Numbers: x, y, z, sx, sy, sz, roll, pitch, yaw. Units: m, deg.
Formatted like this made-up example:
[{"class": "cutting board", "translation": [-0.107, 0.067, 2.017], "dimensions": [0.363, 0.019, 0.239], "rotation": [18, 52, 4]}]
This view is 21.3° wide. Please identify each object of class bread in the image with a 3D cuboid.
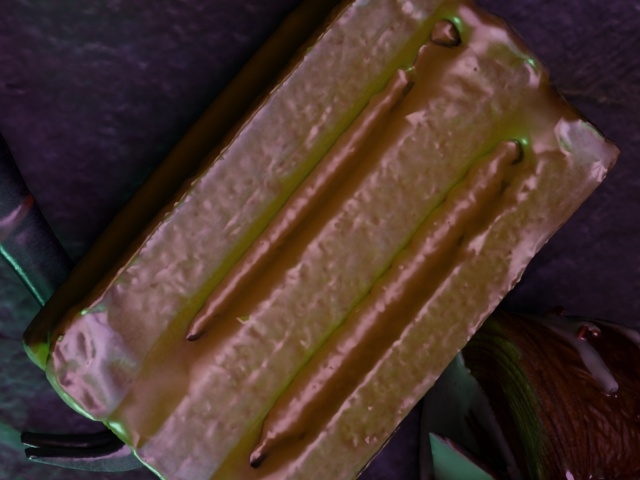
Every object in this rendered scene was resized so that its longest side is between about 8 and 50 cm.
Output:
[{"class": "bread", "translation": [0.125, 0.145, 0.995], "dimensions": [0.142, 0.224, 0.212], "rotation": [0, 78, -18]}]

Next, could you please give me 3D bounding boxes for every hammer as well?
[{"class": "hammer", "translation": [-0.165, 0.014, 0.967], "dimensions": [0.137, 0.037, 0.290], "rotation": [-36, 114, -4]}]

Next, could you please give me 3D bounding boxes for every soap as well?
[{"class": "soap", "translation": [0.000, 0.000, 0.958], "dimensions": [0.199, 0.091, 0.315], "rotation": [41, 85, -24]}]
